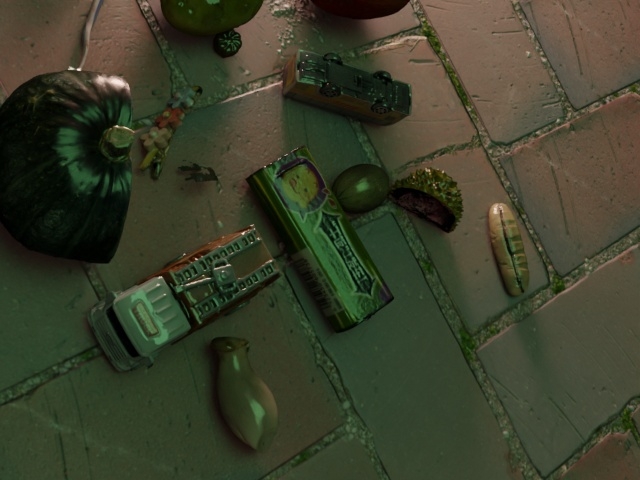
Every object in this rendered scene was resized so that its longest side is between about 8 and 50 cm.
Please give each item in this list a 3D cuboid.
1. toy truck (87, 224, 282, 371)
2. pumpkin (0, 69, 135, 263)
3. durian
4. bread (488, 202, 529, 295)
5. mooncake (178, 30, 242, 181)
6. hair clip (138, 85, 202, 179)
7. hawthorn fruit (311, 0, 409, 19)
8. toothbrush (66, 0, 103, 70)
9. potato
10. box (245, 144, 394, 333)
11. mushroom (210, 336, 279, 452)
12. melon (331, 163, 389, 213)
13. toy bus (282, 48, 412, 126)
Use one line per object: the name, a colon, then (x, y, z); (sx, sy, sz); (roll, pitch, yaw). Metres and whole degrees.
toy truck: (-0.219, 0.091, 1.522); (0.305, 0.162, 0.136); (-31, 92, -36)
pumpkin: (-0.410, -0.119, 1.416); (0.197, 0.263, 0.292); (3, 69, -28)
durian: (0.241, -0.109, 1.912); (0.187, 0.119, 0.108); (30, 64, -19)
bread: (0.418, 0.017, 2.023); (0.073, 0.053, 0.214); (-5, 77, -30)
mooncake: (-0.206, -0.252, 1.724); (0.150, 0.057, 0.346); (-1, 68, -20)
hair clip: (-0.276, -0.209, 1.658); (0.056, 0.062, 0.213); (49, 54, -47)
hawthorn fruit: (0.081, -0.578, 1.904); (0.262, 0.258, 0.258); (-11, 79, -6)
toothbrush: (-0.415, -0.381, 1.648); (0.027, 0.021, 0.269); (28, 60, -28)
potato: (-0.202, -0.484, 1.735); (0.186, 0.148, 0.253); (26, 52, 0)
box: (0.000, 0.000, 1.736); (0.134, 0.097, 0.345); (-32, 92, -28)
mushroom: (-0.129, 0.261, 1.568); (0.097, 0.088, 0.212); (-8, 72, -44)
melon: (0.079, -0.102, 1.820); (0.131, 0.098, 0.098); (-22, 86, -30)
toy bus: (0.055, -0.307, 1.871); (0.268, 0.106, 0.092); (13, 67, -26)
